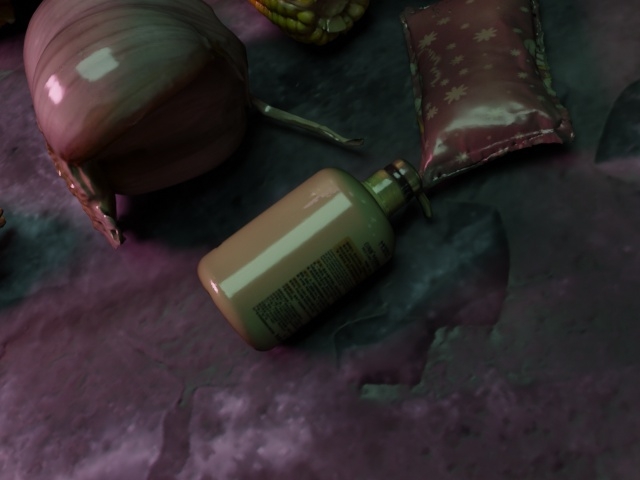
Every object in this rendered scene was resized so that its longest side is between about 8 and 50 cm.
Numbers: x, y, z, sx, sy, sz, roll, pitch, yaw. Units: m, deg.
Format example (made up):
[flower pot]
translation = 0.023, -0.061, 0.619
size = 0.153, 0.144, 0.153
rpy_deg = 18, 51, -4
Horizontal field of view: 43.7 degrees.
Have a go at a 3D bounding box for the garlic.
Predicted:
[garlic]
translation = -0.115, -0.077, 0.612
size = 0.257, 0.207, 0.207
rpy_deg = 30, 71, -6

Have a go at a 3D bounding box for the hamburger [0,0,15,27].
[hamburger]
translation = -0.380, -0.341, 0.792
size = 0.211, 0.245, 0.260
rpy_deg = -33, 36, 1

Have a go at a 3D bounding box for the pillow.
[pillow]
translation = 0.118, -0.128, 0.598
size = 0.118, 0.043, 0.184
rpy_deg = -13, 57, 15

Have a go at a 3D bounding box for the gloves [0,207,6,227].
[gloves]
translation = -0.331, 0.021, 0.648
size = 0.111, 0.094, 0.144
rpy_deg = 13, 74, 38

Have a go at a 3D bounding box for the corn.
[corn]
translation = -0.049, -0.261, 0.707
size = 0.093, 0.093, 0.244
rpy_deg = -38, 55, -4

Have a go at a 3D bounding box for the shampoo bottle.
[shampoo bottle]
translation = 0.000, 0.000, 0.544
size = 0.162, 0.079, 0.079
rpy_deg = -37, 56, -3
